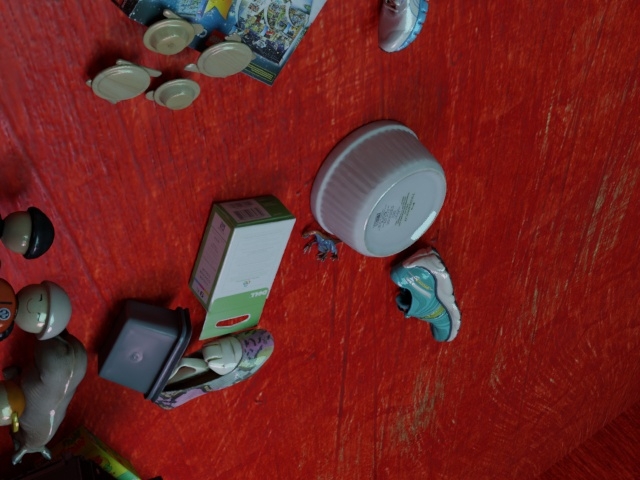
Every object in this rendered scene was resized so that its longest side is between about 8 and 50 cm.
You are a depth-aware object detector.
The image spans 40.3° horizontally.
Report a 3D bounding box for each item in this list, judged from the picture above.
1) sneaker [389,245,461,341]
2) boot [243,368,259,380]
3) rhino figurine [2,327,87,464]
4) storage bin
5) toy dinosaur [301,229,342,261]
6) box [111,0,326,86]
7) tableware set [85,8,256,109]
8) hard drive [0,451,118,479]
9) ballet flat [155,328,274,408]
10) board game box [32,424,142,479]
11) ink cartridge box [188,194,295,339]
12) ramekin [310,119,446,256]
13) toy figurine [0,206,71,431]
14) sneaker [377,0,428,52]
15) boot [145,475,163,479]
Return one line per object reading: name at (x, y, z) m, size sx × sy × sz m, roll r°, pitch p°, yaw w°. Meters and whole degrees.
sneaker at (0.198, 0.108, 1.667) m, size 0.110 × 0.107 × 0.275 m, roll -23°, pitch 139°, yaw 2°
boot at (-0.143, 0.192, 1.427) m, size 0.118 × 0.042 × 0.087 m, roll -20°, pitch 136°, yaw -32°
rhino figurine at (-0.371, 0.207, 1.148) m, size 0.073 × 0.106 × 0.243 m, roll -1°, pitch 127°, yaw -44°
storage bin at (-0.253, 0.145, 1.233) m, size 0.091 × 0.098 × 0.135 m, roll 23°, pitch 112°, yaw -24°
toy dinosaur at (0.000, 0.000, 1.395) m, size 0.082 × 0.047 × 0.090 m, roll 72°, pitch 34°, yaw -43°
box at (-0.097, -0.283, 0.975) m, size 0.233 × 0.044 × 0.159 m, roll 16°, pitch 114°, yaw -52°
tableware set at (-0.165, -0.192, 0.970) m, size 0.169 × 0.020 × 0.141 m, roll -30°, pitch 154°, yaw 30°
hard drive at (-0.404, 0.451, 1.351) m, size 0.237 × 0.064 × 0.339 m, roll -23°, pitch 143°, yaw -1°
ballet flat at (-0.177, 0.191, 1.321) m, size 0.221 × 0.077 × 0.079 m, roll -26°, pitch 145°, yaw 15°
board game box at (-0.364, 0.367, 1.378) m, size 0.092 × 0.043 × 0.181 m, roll -38°, pitch 145°, yaw -9°
ink cartridge box at (-0.122, 0.040, 1.269) m, size 0.109 × 0.062 × 0.209 m, roll -11°, pitch 134°, yaw -40°
ramekin at (0.097, -0.070, 1.341) m, size 0.207 × 0.109 × 0.207 m, roll -27°, pitch 143°, yaw -23°
toy figurine at (-0.364, 0.078, 0.927) m, size 0.148 × 0.213 × 0.209 m, roll 7°, pitch 121°, yaw -33°
sneaker at (0.102, -0.336, 1.116) m, size 0.083 × 0.071 × 0.190 m, roll 2°, pitch 117°, yaw -39°
boot at (-0.410, 0.399, 1.123) m, size 0.445 × 0.146 × 0.367 m, roll -10°, pitch 136°, yaw -6°
